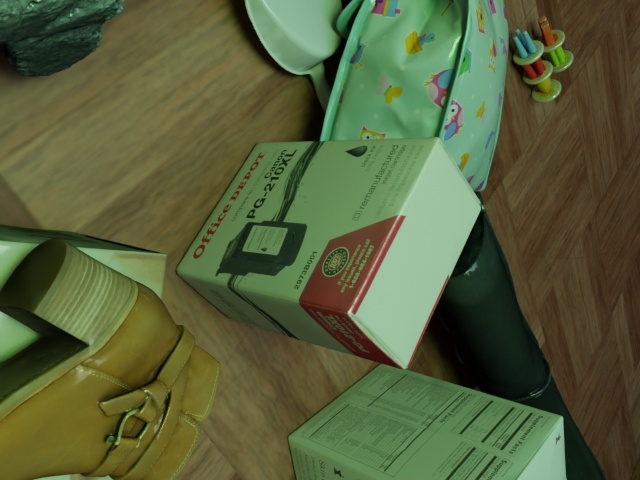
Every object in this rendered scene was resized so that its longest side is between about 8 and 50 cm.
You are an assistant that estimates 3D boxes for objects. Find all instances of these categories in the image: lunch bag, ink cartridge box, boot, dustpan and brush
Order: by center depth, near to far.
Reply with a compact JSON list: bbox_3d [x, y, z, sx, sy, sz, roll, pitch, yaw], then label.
[{"bbox_3d":[-0.142,0.115,0.348,0.197,0.073,0.152,-58,136,-20],"label":"boot"},{"bbox_3d":[0.000,0.000,0.580,0.100,0.237,0.172,46,63,-38],"label":"ink cartridge box"},{"bbox_3d":[-0.011,-0.215,0.673,0.211,0.060,0.147,55,46,-29],"label":"dustpan and brush"},{"bbox_3d":[0.123,-0.189,0.695,0.223,0.160,0.262,-14,119,-58],"label":"lunch bag"},{"bbox_3d":[0.258,0.166,0.850,0.146,0.367,0.445,-22,127,5],"label":"boot"}]

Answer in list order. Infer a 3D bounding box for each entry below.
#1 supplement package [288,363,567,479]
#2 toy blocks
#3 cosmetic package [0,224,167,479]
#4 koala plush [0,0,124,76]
[{"bbox_3d":[0.133,0.308,0.754,0.198,0.263,0.199,-27,115,-42],"label":"supplement package"},{"bbox_3d":[0.380,-0.332,1.069,0.148,0.054,0.123,42,67,-42],"label":"toy blocks"},{"bbox_3d":[-0.216,0.140,0.433,0.129,0.153,0.296,8,92,-47],"label":"cosmetic package"},{"bbox_3d":[-0.235,-0.202,0.342,0.196,0.203,0.221,-34,106,-34],"label":"koala plush"}]
